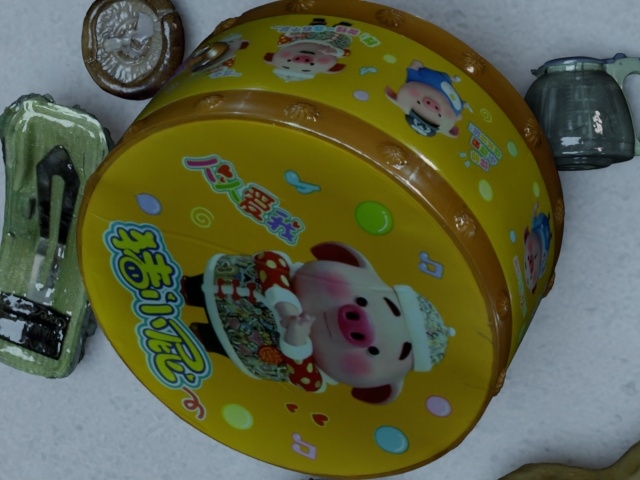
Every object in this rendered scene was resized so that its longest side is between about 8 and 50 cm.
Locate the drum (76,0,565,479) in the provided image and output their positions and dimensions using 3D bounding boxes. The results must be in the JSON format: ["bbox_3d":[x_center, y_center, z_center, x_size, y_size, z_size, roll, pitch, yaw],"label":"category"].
[{"bbox_3d":[0.000,0.000,1.542,0.431,0.214,0.431,14,131,16],"label":"drum"}]

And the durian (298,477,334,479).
[{"bbox_3d":[0.002,0.345,1.712,0.167,0.196,0.196,-3,101,17],"label":"durian"}]

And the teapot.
[{"bbox_3d":[0.255,-0.122,1.564,0.149,0.111,0.108,-3,87,25],"label":"teapot"}]

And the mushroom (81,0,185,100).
[{"bbox_3d":[-0.190,-0.205,1.724,0.123,0.052,0.123,2,95,19],"label":"mushroom"}]

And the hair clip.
[{"bbox_3d":[-0.282,-0.011,1.784,0.138,0.091,0.321,17,119,6],"label":"hair clip"}]

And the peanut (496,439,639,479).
[{"bbox_3d":[0.322,0.272,1.595,0.387,0.169,0.192,-10,74,24],"label":"peanut"}]
